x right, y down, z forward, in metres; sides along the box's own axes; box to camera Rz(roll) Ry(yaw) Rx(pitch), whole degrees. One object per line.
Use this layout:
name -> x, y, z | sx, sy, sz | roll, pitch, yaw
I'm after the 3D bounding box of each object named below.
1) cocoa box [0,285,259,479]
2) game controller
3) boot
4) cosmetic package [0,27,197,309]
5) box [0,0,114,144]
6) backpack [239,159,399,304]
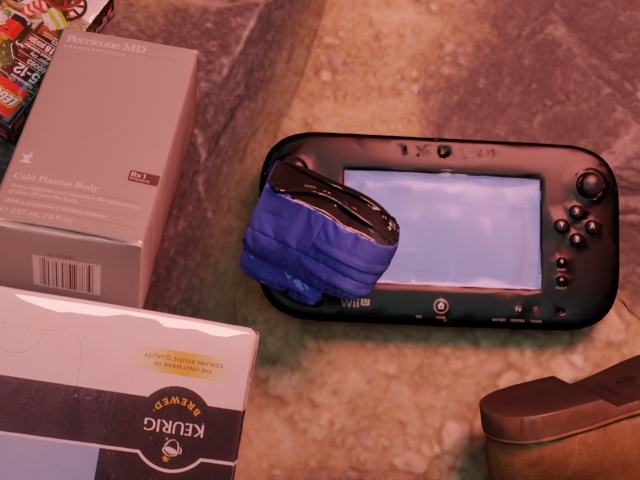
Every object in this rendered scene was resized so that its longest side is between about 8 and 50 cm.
cocoa box -> -0.254, 0.149, 1.110 | 0.347, 0.231, 0.228 | 11, 82, -20
game controller -> 0.104, -0.007, 1.349 | 0.319, 0.067, 0.166 | 2, 71, -5
boot -> 0.282, 0.165, 1.310 | 0.305, 0.112, 0.115 | -10, 102, -14
cosmetic package -> -0.182, -0.060, 1.275 | 0.127, 0.107, 0.238 | 8, 50, 0
box -> -0.326, -0.213, 1.384 | 0.233, 0.044, 0.159 | 32, 70, 5
backpack -> 0.000, 0.000, 1.271 | 0.120, 0.098, 0.101 | 23, 114, -3
